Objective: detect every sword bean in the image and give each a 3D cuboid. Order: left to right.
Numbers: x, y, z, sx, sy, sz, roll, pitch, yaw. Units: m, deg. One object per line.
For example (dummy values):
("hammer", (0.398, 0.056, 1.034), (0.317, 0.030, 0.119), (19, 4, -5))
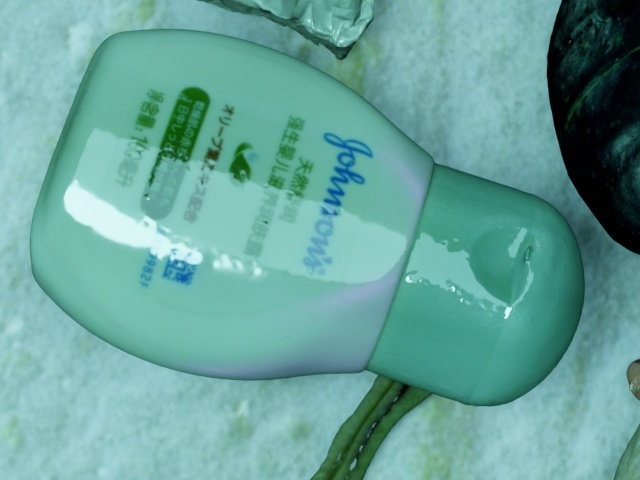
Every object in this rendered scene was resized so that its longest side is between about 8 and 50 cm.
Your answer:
("sword bean", (0.065, 0.094, 1.284), (0.043, 0.038, 0.269), (30, 68, 21))

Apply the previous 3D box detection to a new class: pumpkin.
("pumpkin", (0.301, -0.113, 1.273), (0.315, 0.238, 0.315), (9, 58, -14))

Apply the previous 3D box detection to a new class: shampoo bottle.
("shampoo bottle", (0.000, 0.000, 1.208), (0.349, 0.151, 0.222), (19, 69, -2))

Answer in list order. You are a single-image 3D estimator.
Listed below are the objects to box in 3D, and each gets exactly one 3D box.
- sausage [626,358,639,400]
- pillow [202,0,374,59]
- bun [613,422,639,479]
("sausage", (0.282, 0.082, 1.343), (0.147, 0.035, 0.030), (-18, 100, -16))
("pillow", (-0.061, -0.314, 1.303), (0.283, 0.138, 0.310), (20, 74, -8))
("bun", (0.373, 0.213, 1.234), (0.365, 0.219, 0.365), (4, 75, -16))
